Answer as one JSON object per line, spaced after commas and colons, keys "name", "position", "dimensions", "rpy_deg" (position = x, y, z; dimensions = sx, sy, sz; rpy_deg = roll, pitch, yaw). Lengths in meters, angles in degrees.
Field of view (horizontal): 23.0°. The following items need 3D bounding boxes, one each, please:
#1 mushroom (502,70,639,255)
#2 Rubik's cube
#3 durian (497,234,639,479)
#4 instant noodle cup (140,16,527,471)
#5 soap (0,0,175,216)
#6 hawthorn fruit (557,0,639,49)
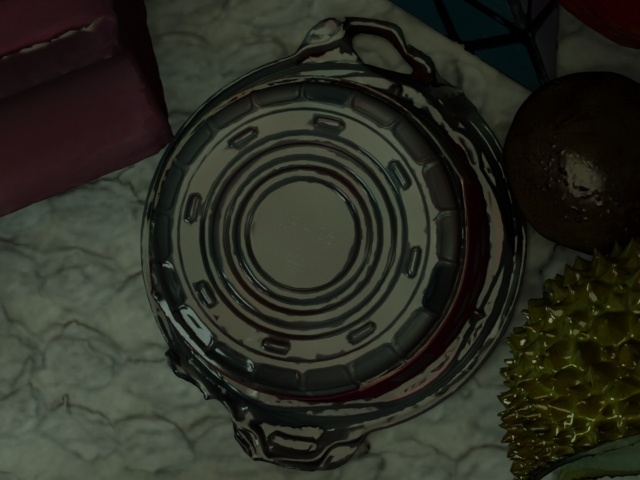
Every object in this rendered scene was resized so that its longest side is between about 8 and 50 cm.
{"name": "mushroom", "position": [0.174, -0.051, 1.001], "dimensions": [0.127, 0.087, 0.127], "rpy_deg": [7, 65, -15]}
{"name": "Rubik's cube", "position": [0.100, -0.231, 0.971], "dimensions": [0.211, 0.178, 0.190], "rpy_deg": [29, 89, 5]}
{"name": "durian", "position": [0.221, 0.062, 0.946], "dimensions": [0.237, 0.193, 0.138], "rpy_deg": [-4, 66, -12]}
{"name": "instant noodle cup", "position": [0.000, 0.000, 0.969], "dimensions": [0.258, 0.181, 0.303], "rpy_deg": [-1, 88, 5]}
{"name": "soap", "position": [-0.286, -0.109, 0.983], "dimensions": [0.359, 0.128, 0.233], "rpy_deg": [-21, 49, 5]}
{"name": "hawthorn fruit", "position": [0.206, -0.188, 0.844], "dimensions": [0.254, 0.254, 0.300], "rpy_deg": [-9, 96, 6]}
